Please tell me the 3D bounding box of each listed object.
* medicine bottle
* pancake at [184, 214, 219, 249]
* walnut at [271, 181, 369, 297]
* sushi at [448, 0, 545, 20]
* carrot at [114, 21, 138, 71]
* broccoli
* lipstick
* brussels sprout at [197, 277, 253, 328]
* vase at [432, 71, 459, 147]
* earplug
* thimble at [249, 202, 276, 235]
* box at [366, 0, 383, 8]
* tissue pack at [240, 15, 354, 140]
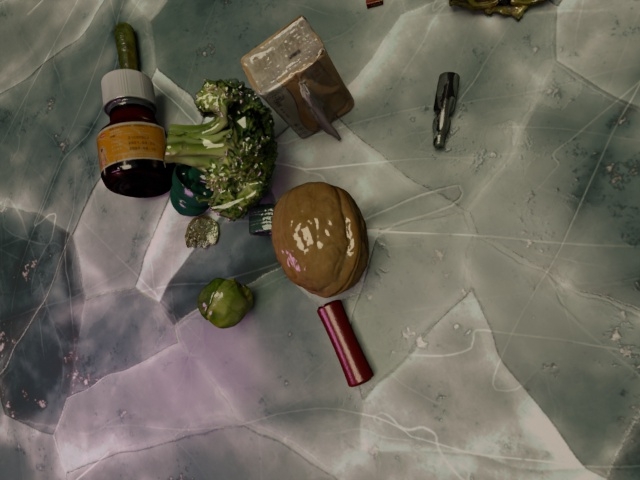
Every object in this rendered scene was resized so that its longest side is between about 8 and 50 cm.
[{"bbox_3d":[-0.624,-0.360,1.462,0.242,0.242,0.395,-17,73,16],"label":"medicine bottle"},{"bbox_3d":[-0.397,-0.028,1.450,0.129,0.022,0.116,5,83,19],"label":"pancake"},{"bbox_3d":[0.002,-0.001,1.177,0.252,0.277,0.313,-11,79,7],"label":"walnut"},{"bbox_3d":[0.496,-0.691,1.180,0.291,0.131,0.139,5,84,11],"label":"sushi"},{"bbox_3d":[-0.710,-0.634,1.605,0.074,0.074,0.358,-11,81,17],"label":"carrot"},{"bbox_3d":[-0.251,-0.258,1.198,0.338,0.317,0.277,-39,43,21],"label":"broccoli"},{"bbox_3d":[0.069,0.288,1.227,0.080,0.080,0.241,-27,76,14],"label":"lipstick"},{"bbox_3d":[-0.288,0.187,1.300,0.131,0.183,0.145,18,68,24],"label":"brussels sprout"},{"bbox_3d":[0.347,-0.363,1.223,0.060,0.060,0.211,9,85,19],"label":"vase"},{"bbox_3d":[-0.353,-0.168,1.409,0.280,0.257,0.164,-42,35,25],"label":"earplug"},{"bbox_3d":[-0.151,-0.060,1.321,0.135,0.118,0.090,-2,84,18],"label":"thimble"},{"bbox_3d":[0.166,-0.772,1.353,0.051,0.023,0.082,-6,82,17],"label":"box"},{"bbox_3d":[-0.037,-0.414,1.226,0.238,0.305,0.238,-3,79,18],"label":"tissue pack"}]
